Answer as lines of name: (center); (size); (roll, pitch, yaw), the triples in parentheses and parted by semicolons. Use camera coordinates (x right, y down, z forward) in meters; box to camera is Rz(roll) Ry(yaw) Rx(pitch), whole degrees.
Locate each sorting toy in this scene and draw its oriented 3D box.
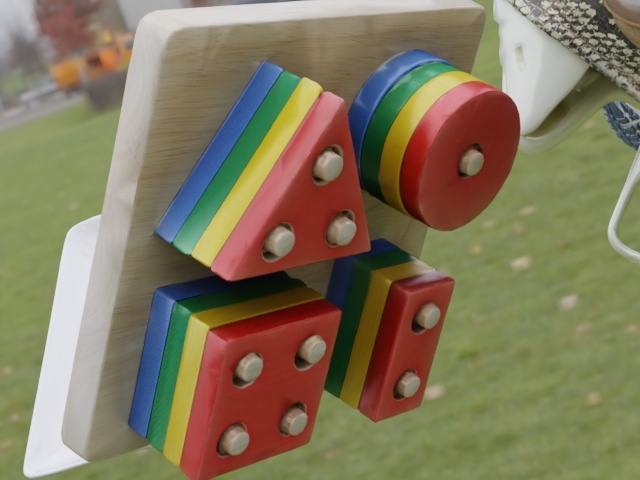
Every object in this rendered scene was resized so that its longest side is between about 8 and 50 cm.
sorting toy: (0.000, 0.000, 0.935); (0.089, 0.255, 0.257); (32, 29, 35)

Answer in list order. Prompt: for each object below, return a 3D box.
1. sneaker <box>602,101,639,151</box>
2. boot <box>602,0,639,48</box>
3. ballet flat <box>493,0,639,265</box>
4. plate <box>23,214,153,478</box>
sneaker: (0.241, -0.119, 1.248); (0.058, 0.135, 0.052); (-42, 31, -12)
boot: (0.237, -0.135, 0.882); (0.112, 0.115, 0.305); (17, 31, 28)
ballet flat: (0.238, -0.076, 1.102); (0.182, 0.483, 0.164); (-49, -12, 14)
plate: (-0.125, 0.071, 1.473); (0.277, 0.045, 0.278); (-17, 50, 26)
